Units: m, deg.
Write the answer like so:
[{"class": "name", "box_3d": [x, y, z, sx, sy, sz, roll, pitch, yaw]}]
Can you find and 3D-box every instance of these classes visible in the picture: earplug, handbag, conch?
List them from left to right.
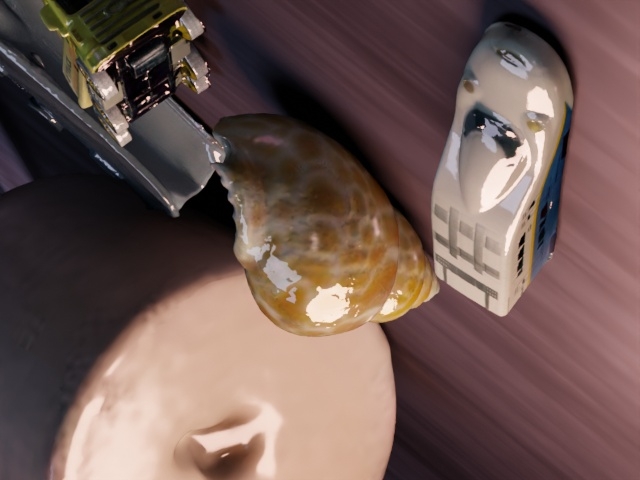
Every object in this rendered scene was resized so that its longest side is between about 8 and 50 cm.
[{"class": "handbag", "box_3d": [-0.182, -0.111, 1.264, 0.229, 0.062, 0.179, 44, 168, -14]}, {"class": "earplug", "box_3d": [-0.173, 0.112, 1.433, 0.394, 0.312, 0.312, 26, 161, 50]}, {"class": "conch", "box_3d": [-0.001, -0.006, 1.013, 0.173, 0.106, 0.116, 63, -178, -16]}]

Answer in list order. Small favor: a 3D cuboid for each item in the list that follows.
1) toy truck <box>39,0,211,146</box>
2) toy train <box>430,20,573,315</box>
[{"class": "toy truck", "box_3d": [-0.125, -0.126, 1.019, 0.100, 0.077, 0.169, 53, 173, 7]}, {"class": "toy train", "box_3d": [0.082, -0.029, 0.788, 0.052, 0.051, 0.234, 33, 166, 15]}]
